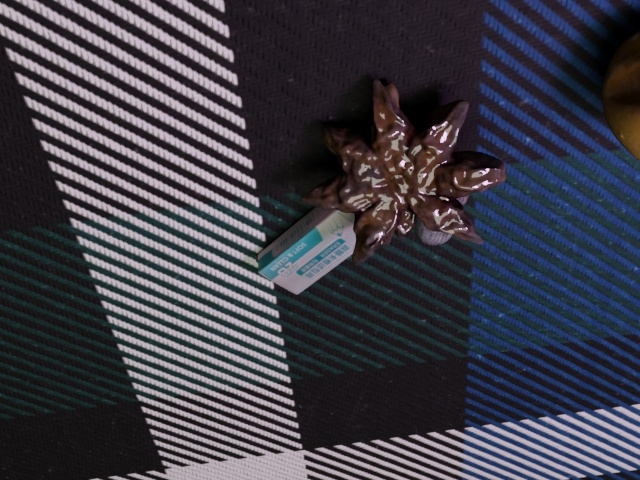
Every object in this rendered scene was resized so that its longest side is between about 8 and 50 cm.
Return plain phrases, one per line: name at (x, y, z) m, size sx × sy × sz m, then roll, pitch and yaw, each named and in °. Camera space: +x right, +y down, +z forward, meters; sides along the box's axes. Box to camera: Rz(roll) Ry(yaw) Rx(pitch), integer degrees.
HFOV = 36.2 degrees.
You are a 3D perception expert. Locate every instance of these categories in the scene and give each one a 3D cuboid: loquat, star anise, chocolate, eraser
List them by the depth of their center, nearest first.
loquat at (0.504, -0.209, 1.401) m, size 0.213 × 0.213 × 0.213 m, roll -4°, pitch 136°, yaw -4°
star anise at (0.125, -0.086, 1.495) m, size 0.315 × 0.108 × 0.315 m, roll 2°, pitch 107°, yaw 5°
chocolate at (0.199, -0.058, 1.609) m, size 0.072 × 0.072 × 0.167 m, roll 4°, pitch 137°, yaw -13°
eraser at (0.000, 0.000, 1.651) m, size 0.096 × 0.052 × 0.225 m, roll 33°, pitch 123°, yaw -32°
